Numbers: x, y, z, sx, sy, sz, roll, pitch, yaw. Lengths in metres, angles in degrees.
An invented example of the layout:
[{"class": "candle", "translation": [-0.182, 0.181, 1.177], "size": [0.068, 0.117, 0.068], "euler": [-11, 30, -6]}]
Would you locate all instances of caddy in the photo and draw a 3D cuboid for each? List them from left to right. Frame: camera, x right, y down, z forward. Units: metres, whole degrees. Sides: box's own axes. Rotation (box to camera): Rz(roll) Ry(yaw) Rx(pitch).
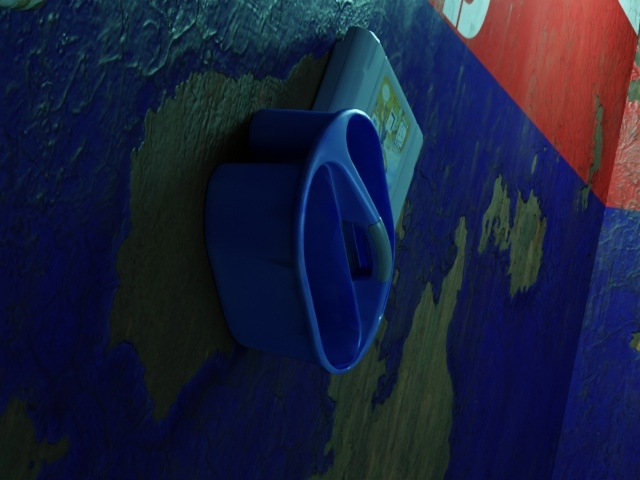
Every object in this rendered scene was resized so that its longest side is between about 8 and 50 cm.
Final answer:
[{"class": "caddy", "translation": [0.000, 0.000, 1.855], "size": [0.241, 0.179, 0.341], "euler": [-60, 149, -42]}]

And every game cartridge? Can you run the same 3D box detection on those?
[{"class": "game cartridge", "translation": [0.062, -0.126, 2.111], "size": [0.297, 0.062, 0.198], "euler": [57, 43, -58]}]

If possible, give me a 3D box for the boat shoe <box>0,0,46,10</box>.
[{"class": "boat shoe", "translation": [-0.255, -0.289, 1.313], "size": [0.072, 0.068, 0.190], "euler": [-3, 102, -54]}]
